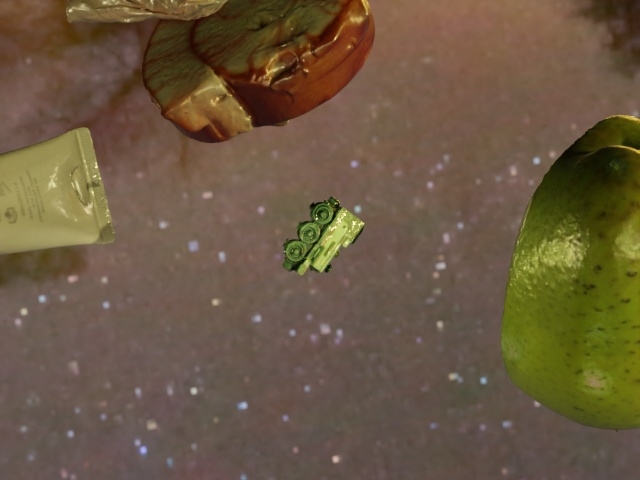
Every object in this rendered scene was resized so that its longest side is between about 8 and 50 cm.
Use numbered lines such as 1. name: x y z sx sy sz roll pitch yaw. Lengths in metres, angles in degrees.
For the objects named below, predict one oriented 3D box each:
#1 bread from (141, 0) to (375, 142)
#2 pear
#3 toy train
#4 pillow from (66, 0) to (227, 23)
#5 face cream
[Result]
1. bread: -0.087 -0.282 1.860 0.328 0.114 0.295 -21 -138 13
2. pear: 0.356 0.016 1.462 0.238 0.318 0.342 28 -113 39
3. toy train: 0.000 0.000 1.272 0.083 0.053 0.033 -56 -168 -2
4. pillow: -0.179 -0.329 1.580 0.270 0.067 0.173 7 -118 42
5. face cream: -0.359 -0.038 1.479 0.089 0.143 0.314 -13 -177 43
